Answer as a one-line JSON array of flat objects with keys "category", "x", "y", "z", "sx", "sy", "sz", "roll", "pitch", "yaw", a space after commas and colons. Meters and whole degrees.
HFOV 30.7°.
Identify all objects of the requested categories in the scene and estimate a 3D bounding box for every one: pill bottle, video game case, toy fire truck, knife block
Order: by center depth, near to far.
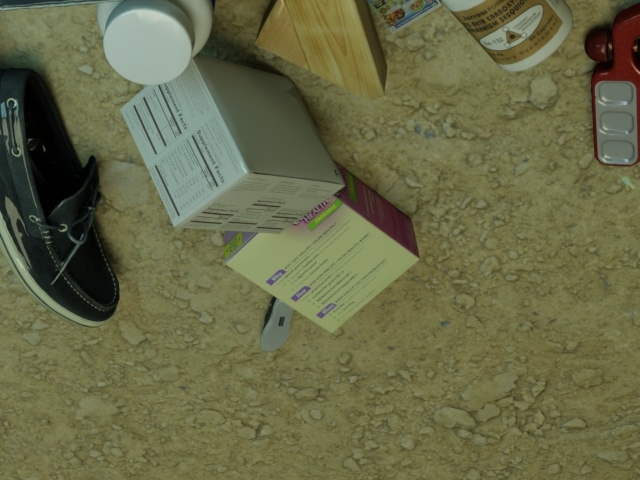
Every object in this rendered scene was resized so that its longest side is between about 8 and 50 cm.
[{"category": "pill bottle", "x": -0.215, "y": -0.325, "z": 1.551, "sx": 0.152, "sy": 0.272, "sz": 0.152, "roll": -1, "pitch": 131, "yaw": -1}, {"category": "pill bottle", "x": 0.239, "y": -0.355, "z": 1.628, "sx": 0.131, "sy": 0.131, "sz": 0.229, "roll": -34, "pitch": 123, "yaw": 24}, {"category": "knife block", "x": 0.020, "y": -0.356, "z": 1.637, "sx": 0.276, "sy": 0.088, "sz": 0.242, "roll": 25, "pitch": 129, "yaw": -13}, {"category": "video game case", "x": 0.108, "y": -0.366, "z": 1.694, "sx": 0.087, "sy": 0.011, "sz": 0.122, "roll": -29, "pitch": 125, "yaw": 20}, {"category": "toy fire truck", "x": 0.523, "y": -0.235, "z": 1.731, "sx": 0.254, "sy": 0.169, "sz": 0.302, "roll": 3, "pitch": 132, "yaw": 21}]

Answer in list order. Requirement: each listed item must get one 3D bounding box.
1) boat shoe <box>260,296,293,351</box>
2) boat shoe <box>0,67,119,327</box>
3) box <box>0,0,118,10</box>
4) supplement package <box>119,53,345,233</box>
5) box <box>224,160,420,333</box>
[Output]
[{"category": "boat shoe", "x": -0.077, "y": 0.142, "z": 2.101, "sx": 0.049, "sy": 0.040, "sz": 0.142, "roll": 6, "pitch": 131, "yaw": -18}, {"category": "boat shoe", "x": -0.421, "y": -0.060, "z": 1.835, "sx": 0.156, "sy": 0.186, "sz": 0.500, "roll": -11, "pitch": 125, "yaw": 15}, {"category": "box", "x": -0.311, "y": -0.513, "z": 1.336, "sx": 0.212, "sy": 0.293, "sz": 0.395, "roll": -12, "pitch": 133, "yaw": -24}, {"category": "supplement package", "x": -0.122, "y": -0.135, "z": 1.687, "sx": 0.145, "sy": 0.204, "sz": 0.262, "roll": -35, "pitch": 162, "yaw": 25}, {"category": "box", "x": 0.000, "y": 0.000, "z": 1.923, "sx": 0.243, "sy": 0.117, "sz": 0.213, "roll": 34, "pitch": 117, "yaw": -27}]
